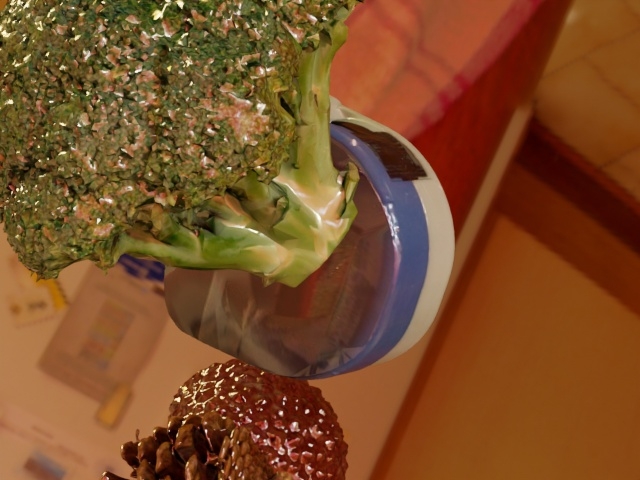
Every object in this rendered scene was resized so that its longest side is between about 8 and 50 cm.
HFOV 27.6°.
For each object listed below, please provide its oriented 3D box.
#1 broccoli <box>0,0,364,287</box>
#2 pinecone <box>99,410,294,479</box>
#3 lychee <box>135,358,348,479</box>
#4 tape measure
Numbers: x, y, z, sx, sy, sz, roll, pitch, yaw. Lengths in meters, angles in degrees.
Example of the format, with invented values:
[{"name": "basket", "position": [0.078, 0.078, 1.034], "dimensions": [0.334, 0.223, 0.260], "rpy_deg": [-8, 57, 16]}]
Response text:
[{"name": "broccoli", "position": [-0.082, -0.090, 0.871], "dimensions": [0.275, 0.308, 0.308], "rpy_deg": [40, 151, -19]}, {"name": "pinecone", "position": [-0.133, 0.273, 1.345], "dimensions": [0.212, 0.186, 0.168], "rpy_deg": [-14, 171, 44]}, {"name": "lychee", "position": [-0.108, 0.295, 1.821], "dimensions": [0.300, 0.264, 0.264], "rpy_deg": [5, 154, -6]}, {"name": "tape measure", "position": [-0.001, -0.001, 1.270], "dimensions": [0.262, 0.138, 0.259], "rpy_deg": [26, 112, 26]}]
